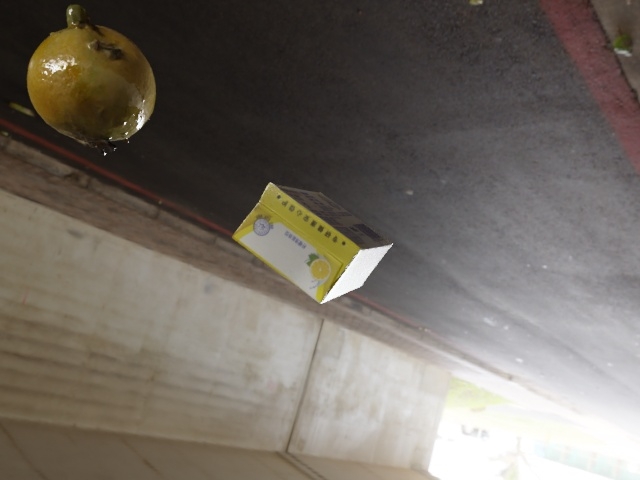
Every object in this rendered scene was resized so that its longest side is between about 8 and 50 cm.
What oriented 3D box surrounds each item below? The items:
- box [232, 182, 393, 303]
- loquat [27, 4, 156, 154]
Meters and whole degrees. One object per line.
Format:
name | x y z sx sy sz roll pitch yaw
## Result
box | 0.000 0.000 0.953 0.168 0.097 0.265 35 -170 11
loquat | -0.324 -0.227 0.872 0.172 0.205 0.149 -3 -163 8
